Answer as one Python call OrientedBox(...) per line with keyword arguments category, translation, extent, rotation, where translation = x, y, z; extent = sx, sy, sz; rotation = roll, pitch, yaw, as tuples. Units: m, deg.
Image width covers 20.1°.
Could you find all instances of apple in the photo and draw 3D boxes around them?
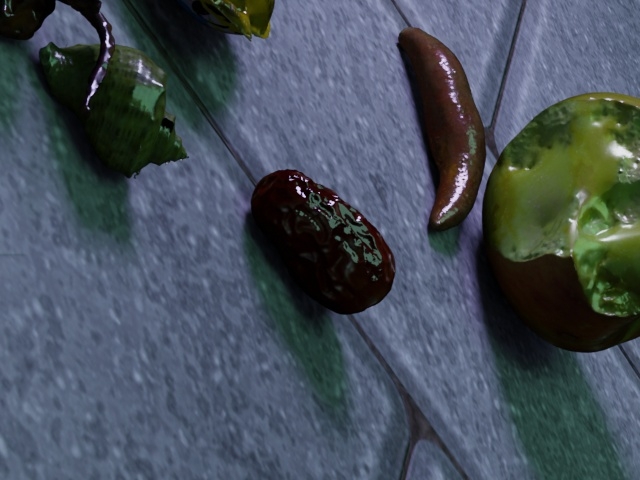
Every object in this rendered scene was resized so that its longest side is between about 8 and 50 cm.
OrientedBox(category="apple", translation=(0.266, -0.022, 1.703), extent=(0.226, 0.246, 0.246), rotation=(61, 23, 15))

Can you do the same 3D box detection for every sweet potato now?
OrientedBox(category="sweet potato", translation=(0.124, -0.104, 1.728), extent=(0.078, 0.058, 0.255), rotation=(22, 47, -33))

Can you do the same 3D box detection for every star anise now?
OrientedBox(category="star anise", translation=(-0.164, -0.159, 1.170), extent=(0.070, 0.097, 0.190), rotation=(73, 10, -51))

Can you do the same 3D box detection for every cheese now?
OrientedBox(category="cheese", translation=(-0.093, -0.242, 1.425), extent=(0.156, 0.064, 0.250), rotation=(43, 22, -40))

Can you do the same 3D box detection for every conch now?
OrientedBox(category="conch", translation=(-0.136, -0.093, 1.206), extent=(0.121, 0.074, 0.089), rotation=(37, 14, -6))

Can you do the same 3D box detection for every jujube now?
OrientedBox(category="jujube", translation=(0.000, 0.000, 1.363), extent=(0.129, 0.077, 0.077), rotation=(45, 28, -13))
